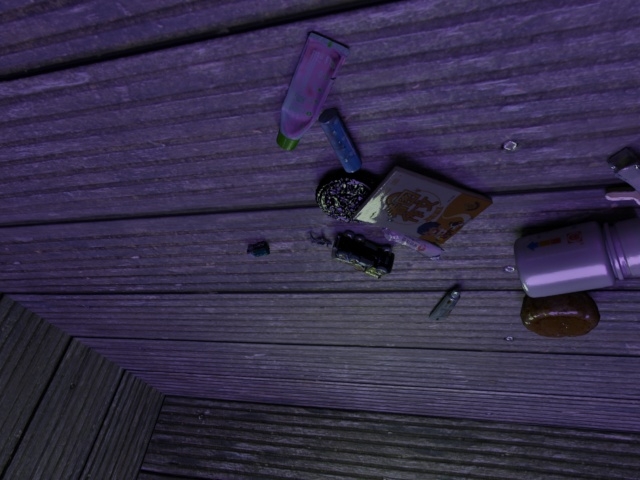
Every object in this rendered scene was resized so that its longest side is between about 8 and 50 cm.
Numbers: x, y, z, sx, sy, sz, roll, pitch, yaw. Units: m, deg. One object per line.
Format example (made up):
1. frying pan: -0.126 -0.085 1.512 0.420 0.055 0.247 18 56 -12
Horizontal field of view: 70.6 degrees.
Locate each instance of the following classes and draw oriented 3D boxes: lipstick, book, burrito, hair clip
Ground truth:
1. lipstick: 0.047 -0.227 1.042 0.048 0.048 0.158 -8 140 25
2. book: 0.260 -0.081 1.164 0.295 0.020 0.208 14 143 -21
3. burrito: 0.264 0.000 1.296 0.203 0.064 0.064 24 143 -21
4. hair clip: 0.720 -0.117 1.000 0.218 0.071 0.159 30 147 -16

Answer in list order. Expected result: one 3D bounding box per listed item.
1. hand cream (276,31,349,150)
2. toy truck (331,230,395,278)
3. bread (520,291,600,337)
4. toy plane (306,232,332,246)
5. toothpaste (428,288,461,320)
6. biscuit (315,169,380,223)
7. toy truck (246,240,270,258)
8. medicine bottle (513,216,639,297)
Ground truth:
1. hand cream: -0.033 -0.306 0.964 0.079 0.050 0.275 -2 146 -28
2. toy truck: 0.120 0.052 1.385 0.191 0.085 0.116 21 153 -10
3. bread: 0.746 0.219 1.421 0.229 0.123 0.230 8 150 5
4. toy plane: -0.001 0.002 1.398 0.084 0.024 0.078 25 161 -20
5. toothpaste: 0.442 0.230 1.590 0.067 0.037 0.255 4 148 0
6. biscuit: 0.081 -0.112 1.190 0.194 0.053 0.195 8 145 6
7. toy truck: -0.204 0.034 1.480 0.083 0.044 0.039 -12 136 29
8. medicine bottle: 0.662 0.042 1.151 0.292 0.170 0.170 -17 136 34
